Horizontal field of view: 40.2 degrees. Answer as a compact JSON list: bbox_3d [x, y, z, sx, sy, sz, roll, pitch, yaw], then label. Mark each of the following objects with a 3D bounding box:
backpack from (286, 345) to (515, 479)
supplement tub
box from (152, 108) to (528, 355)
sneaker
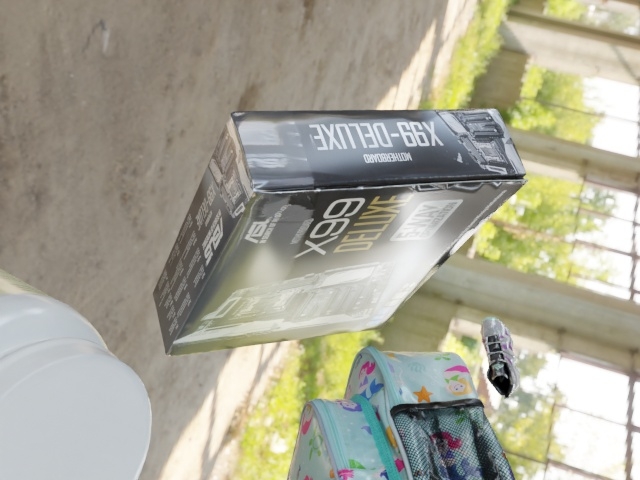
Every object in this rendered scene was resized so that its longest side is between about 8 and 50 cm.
[{"bbox_3d":[0.070,0.222,0.777,0.254,0.191,0.225,-96,-166,-56],"label":"backpack"},{"bbox_3d":[-0.331,0.133,0.768,0.235,0.324,0.236,-31,131,-44],"label":"supplement tub"},{"bbox_3d":[0.000,0.000,0.787,0.307,0.242,0.077,-54,-133,53],"label":"box"},{"bbox_3d":[0.217,0.145,1.065,0.098,0.038,0.069,69,21,-2],"label":"sneaker"}]
